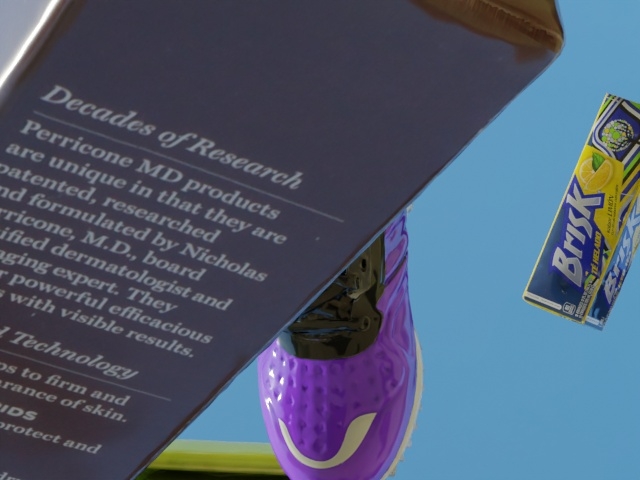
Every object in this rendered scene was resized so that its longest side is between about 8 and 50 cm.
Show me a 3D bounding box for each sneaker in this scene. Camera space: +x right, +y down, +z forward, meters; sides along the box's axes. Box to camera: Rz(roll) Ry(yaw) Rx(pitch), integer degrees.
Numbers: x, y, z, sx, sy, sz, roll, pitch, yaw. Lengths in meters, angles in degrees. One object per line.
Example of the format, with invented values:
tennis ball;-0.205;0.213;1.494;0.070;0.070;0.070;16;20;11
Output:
sneaker;-0.001;0.000;0.952;0.102;0.146;0.293;-1;-106;19

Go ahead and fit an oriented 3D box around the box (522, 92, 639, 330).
box;0.214;-0.020;1.229;0.054;0.059;0.169;22;-89;27

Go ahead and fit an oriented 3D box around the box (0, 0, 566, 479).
box;-0.088;-0.039;0.588;0.143;0.381;0.191;20;-135;-27

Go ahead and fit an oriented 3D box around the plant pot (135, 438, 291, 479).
plant pot;-0.068;0.289;1.322;0.228;0.227;0.207;-1;-125;19
